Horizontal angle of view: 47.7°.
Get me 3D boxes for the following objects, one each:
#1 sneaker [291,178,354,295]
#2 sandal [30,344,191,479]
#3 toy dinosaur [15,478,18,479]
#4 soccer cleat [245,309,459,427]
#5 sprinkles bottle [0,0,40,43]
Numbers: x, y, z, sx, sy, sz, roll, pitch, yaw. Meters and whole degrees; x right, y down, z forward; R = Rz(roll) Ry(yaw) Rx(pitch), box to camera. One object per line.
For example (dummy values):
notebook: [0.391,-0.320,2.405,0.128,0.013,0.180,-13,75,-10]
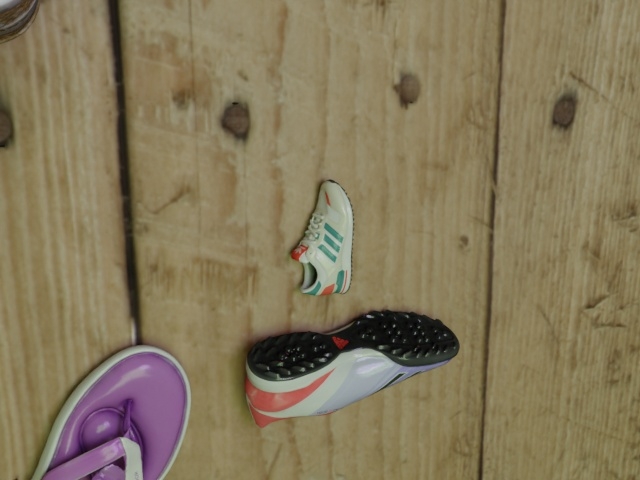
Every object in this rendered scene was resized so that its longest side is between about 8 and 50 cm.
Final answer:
sneaker: [0.000,0.000,0.977,0.075,0.057,0.161,-8,107,-25]
sandal: [-0.288,0.330,0.903,0.169,0.102,0.416,34,85,-30]
toy dinosaur: [-0.439,0.312,0.893,0.082,0.047,0.090,44,50,-14]
soccer cleat: [0.046,0.181,1.021,0.318,0.108,0.116,-8,126,-23]
sprinkles bottle: [-0.308,-0.246,0.642,0.121,0.355,0.121,-4,102,-21]
